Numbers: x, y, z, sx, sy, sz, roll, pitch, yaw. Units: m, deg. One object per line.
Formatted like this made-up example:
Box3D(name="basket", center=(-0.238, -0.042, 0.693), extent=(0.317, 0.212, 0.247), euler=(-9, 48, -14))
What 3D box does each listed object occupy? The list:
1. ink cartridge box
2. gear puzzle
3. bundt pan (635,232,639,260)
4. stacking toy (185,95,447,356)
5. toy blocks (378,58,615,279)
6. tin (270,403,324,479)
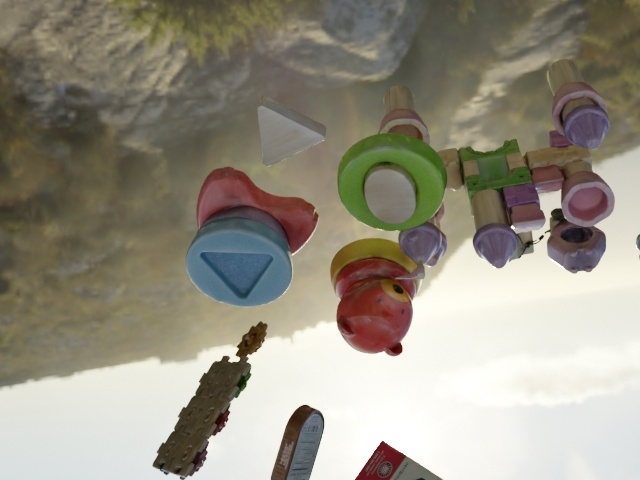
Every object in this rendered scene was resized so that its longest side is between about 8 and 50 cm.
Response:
Box3D(name="ink cartridge box", center=(0.197, 0.591, 1.933), extent=(0.306, 0.226, 0.131), euler=(27, 163, 35))
Box3D(name="gear puzzle", center=(-0.192, 0.299, 1.783), extent=(0.044, 0.338, 0.175), euler=(40, 156, -22))
Box3D(name="bundt pan", center=(0.687, -0.038, 1.533), extent=(0.331, 0.124, 0.331), euler=(8, 155, 4))
Box3D(name="stacking toy", center=(0.000, 0.000, 1.121), extent=(0.309, 0.130, 0.279), euler=(17, 131, -7))
Box3D(name="toy blocks", center=(0.235, -0.034, 1.210), extent=(0.289, 0.308, 0.260), euler=(-8, -145, 7))
Box3D(name="tin", center=(-0.044, 0.419, 1.854), extent=(0.040, 0.189, 0.106), euler=(15, 178, 35))
